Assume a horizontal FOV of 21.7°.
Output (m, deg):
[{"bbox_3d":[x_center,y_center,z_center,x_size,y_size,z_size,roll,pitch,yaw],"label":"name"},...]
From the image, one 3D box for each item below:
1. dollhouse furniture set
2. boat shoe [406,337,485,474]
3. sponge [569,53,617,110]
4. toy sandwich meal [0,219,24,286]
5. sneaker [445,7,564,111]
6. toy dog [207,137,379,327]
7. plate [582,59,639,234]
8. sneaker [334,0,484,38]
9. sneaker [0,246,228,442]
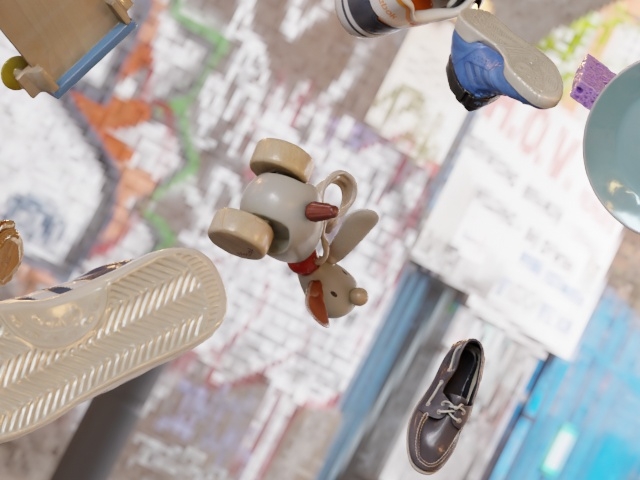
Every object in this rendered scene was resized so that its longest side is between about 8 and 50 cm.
[{"bbox_3d":[-0.354,-0.375,2.028,0.198,0.303,0.286,30,-17,51],"label":"dollhouse furniture set"},{"bbox_3d":[0.175,0.225,2.308,0.075,0.206,0.065,25,-24,1],"label":"boat shoe"},{"bbox_3d":[0.433,-0.165,2.255,0.210,0.031,0.117,35,27,-2],"label":"sponge"},{"bbox_3d":[-0.390,0.017,2.019,0.029,0.085,0.085,19,-7,20],"label":"toy sandwich meal"},{"bbox_3d":[0.176,-0.153,1.628,0.058,0.084,0.152,-16,47,-33],"label":"sneaker"},{"bbox_3d":[0.000,0.000,2.209,0.161,0.220,0.334,13,-3,33],"label":"toy dog"},{"bbox_3d":[0.352,-0.091,1.637,0.188,0.188,0.024,26,14,16],"label":"plate"},{"bbox_3d":[0.172,-0.346,2.083,0.127,0.321,0.126,-7,-65,57],"label":"sneaker"},{"bbox_3d":[-0.260,0.107,1.542,0.350,0.131,0.148,-16,-3,-22],"label":"sneaker"}]
